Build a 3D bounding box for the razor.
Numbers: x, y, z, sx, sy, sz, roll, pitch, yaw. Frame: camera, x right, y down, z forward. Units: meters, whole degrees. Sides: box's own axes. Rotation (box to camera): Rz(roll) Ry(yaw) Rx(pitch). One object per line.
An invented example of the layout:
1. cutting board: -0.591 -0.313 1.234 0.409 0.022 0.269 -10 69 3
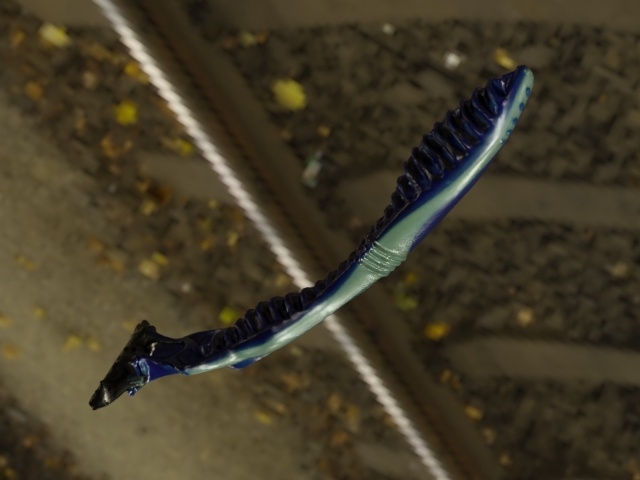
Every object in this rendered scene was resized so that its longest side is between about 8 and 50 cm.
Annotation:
1. razor: 0.002 0.004 0.516 0.155 0.044 0.028 -35 102 21
